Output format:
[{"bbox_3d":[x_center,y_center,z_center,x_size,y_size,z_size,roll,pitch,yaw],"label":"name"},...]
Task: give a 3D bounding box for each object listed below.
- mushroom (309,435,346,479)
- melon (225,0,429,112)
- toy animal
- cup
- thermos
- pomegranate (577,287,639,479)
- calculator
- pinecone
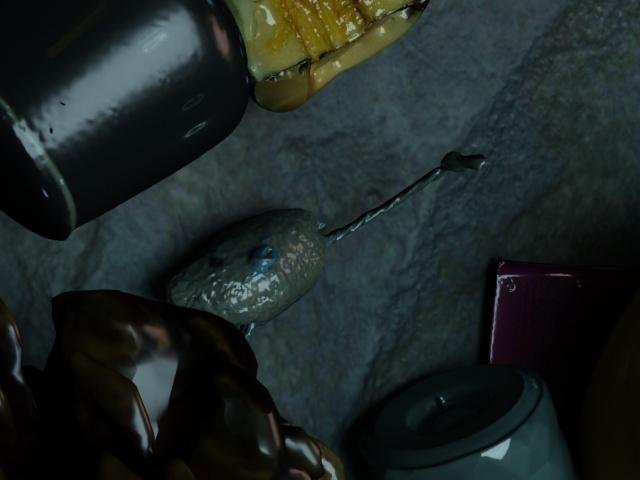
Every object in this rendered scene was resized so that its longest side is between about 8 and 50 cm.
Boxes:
[{"bbox_3d":[-0.022,0.166,1.327,0.088,0.073,0.129,-19,139,-17],"label":"mushroom"},{"bbox_3d":[-0.015,-0.165,1.312,0.160,0.079,0.128,-29,92,-27],"label":"melon"},{"bbox_3d":[-0.001,0.001,1.328,0.253,0.079,0.070,-26,129,-28],"label":"toy animal"},{"bbox_3d":[-0.166,-0.118,1.176,0.176,0.169,0.223,-42,81,-16],"label":"cup"},{"bbox_3d":[0.146,0.235,1.419,0.182,0.145,0.286,-50,124,-51],"label":"thermos"},{"bbox_3d":[0.398,0.149,1.394,0.411,0.411,0.411,-3,96,-34],"label":"pomegranate"},{"bbox_3d":[0.207,0.080,1.503,0.190,0.034,0.127,4,91,-35],"label":"calculator"},{"bbox_3d":[-0.142,0.220,1.088,0.397,0.397,0.398,-3,96,-34],"label":"pinecone"}]
